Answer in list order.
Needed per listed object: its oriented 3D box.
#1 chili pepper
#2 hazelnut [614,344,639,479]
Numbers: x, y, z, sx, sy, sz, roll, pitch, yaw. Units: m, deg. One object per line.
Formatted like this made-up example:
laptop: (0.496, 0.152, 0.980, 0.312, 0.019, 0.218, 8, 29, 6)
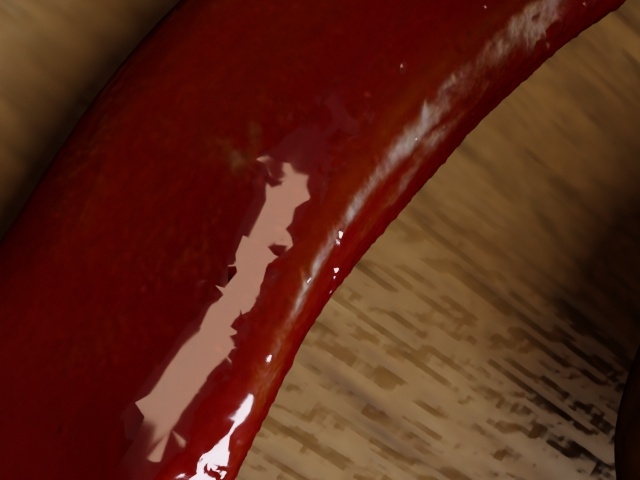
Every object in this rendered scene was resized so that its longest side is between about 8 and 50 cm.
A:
chili pepper: (0.000, -0.007, 0.445, 0.368, 0.092, 0.137, -49, 130, -9)
hazelnut: (0.210, 0.062, 0.518, 0.251, 0.217, 0.217, -5, 104, -52)
